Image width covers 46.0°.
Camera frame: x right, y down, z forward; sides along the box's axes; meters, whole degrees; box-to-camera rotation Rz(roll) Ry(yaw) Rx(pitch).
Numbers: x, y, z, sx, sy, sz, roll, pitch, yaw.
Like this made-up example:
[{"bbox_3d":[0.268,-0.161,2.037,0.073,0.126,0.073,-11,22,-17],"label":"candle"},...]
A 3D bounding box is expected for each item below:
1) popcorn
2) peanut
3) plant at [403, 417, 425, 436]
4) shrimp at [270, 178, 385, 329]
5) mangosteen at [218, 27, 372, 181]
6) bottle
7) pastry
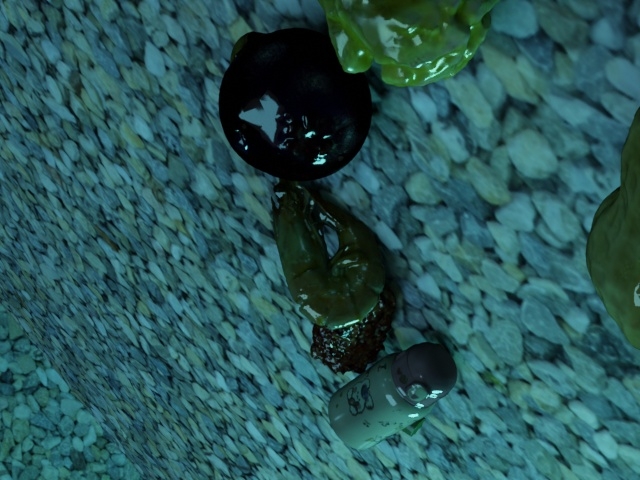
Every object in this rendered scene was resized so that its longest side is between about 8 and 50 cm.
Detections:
[{"bbox_3d":[0.089,-0.246,0.737,0.185,0.167,0.187,27,136,27],"label":"popcorn"},{"bbox_3d":[0.332,-0.009,0.709,0.159,0.143,0.291,10,128,29],"label":"peanut"},{"bbox_3d":[0.128,0.287,1.287,0.102,0.051,0.051,38,144,25],"label":"plant"},{"bbox_3d":[0.000,0.000,1.104,0.061,0.145,0.267,69,175,-67],"label":"shrimp"},{"bbox_3d":[-0.040,-0.177,0.946,0.230,0.194,0.194,-126,20,-51],"label":"mangosteen"},{"bbox_3d":[0.116,0.238,1.176,0.110,0.110,0.233,48,132,2],"label":"bottle"},{"bbox_3d":[0.049,0.132,1.184,0.097,0.115,0.208,46,149,26],"label":"pastry"}]
